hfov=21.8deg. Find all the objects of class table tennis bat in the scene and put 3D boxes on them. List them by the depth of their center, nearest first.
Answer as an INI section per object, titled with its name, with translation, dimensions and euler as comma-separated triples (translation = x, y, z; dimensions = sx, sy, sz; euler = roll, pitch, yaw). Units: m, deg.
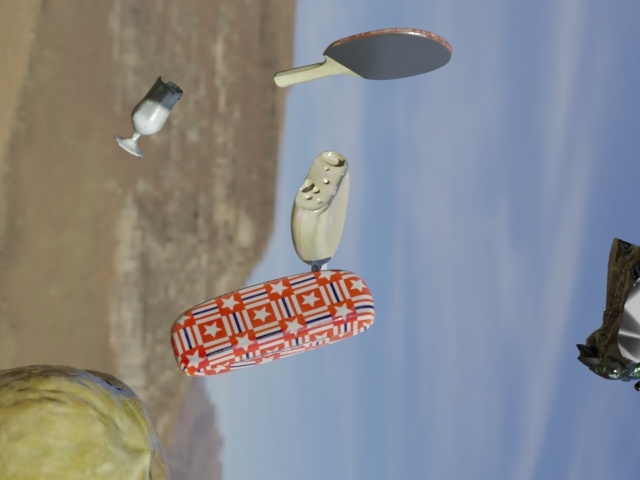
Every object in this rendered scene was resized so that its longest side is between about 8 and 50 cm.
[table tennis bat]
translation = 0.031, -0.143, 1.329
dimensions = 0.087, 0.156, 0.013
euler = 22, 65, -54

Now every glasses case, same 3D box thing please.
[glasses case]
translation = -0.046, 0.078, 1.573
dimensions = 0.049, 0.195, 0.073
euler = 85, -13, -50

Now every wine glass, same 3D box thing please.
[wine glass]
translation = -0.173, -0.126, 1.694
dimensions = 0.083, 0.039, 0.042
euler = -52, -169, 13

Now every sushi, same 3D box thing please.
[sushi]
translation = 0.198, 0.048, 1.026
dimensions = 0.083, 0.056, 0.084
euler = -109, -140, -88

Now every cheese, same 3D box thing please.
[cheese]
translation = 0.000, 0.000, 1.646
dimensions = 0.192, 0.037, 0.097
euler = 91, 21, -52

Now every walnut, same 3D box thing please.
[walnut]
translation = -0.277, 0.225, 1.514
dimensions = 0.283, 0.283, 0.227
euler = -94, 161, -53
